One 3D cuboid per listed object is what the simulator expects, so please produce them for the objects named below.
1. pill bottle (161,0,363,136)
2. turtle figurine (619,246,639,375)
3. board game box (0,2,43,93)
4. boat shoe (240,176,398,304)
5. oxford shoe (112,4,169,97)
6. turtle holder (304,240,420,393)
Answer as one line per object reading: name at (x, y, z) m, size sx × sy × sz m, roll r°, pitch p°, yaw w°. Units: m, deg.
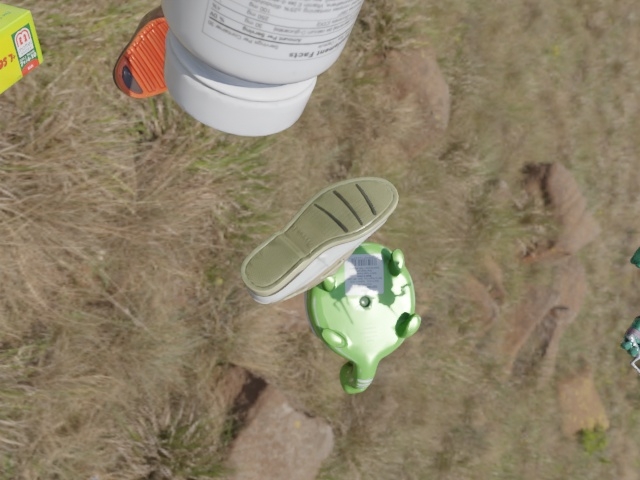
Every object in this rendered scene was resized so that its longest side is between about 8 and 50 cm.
pill bottle at (-0.036, -0.225, 0.531) m, size 0.160 × 0.160 × 0.283 m, roll -52°, pitch 174°, yaw -41°
turtle figurine at (0.498, 0.111, 0.951) m, size 0.118 × 0.175 × 0.234 m, roll -82°, pitch 156°, yaw -57°
board game box at (-0.306, -0.145, 0.492) m, size 0.043 × 0.181 × 0.092 m, roll 94°, pitch 18°, yaw -45°
boat shoe at (0.000, 0.000, 1.177) m, size 0.302 × 0.113 × 0.103 m, roll -33°, pitch 156°, yaw -11°
oxford shoe at (-0.241, -0.298, 1.050) m, size 0.271 × 0.098 × 0.097 m, roll -60°, pitch 135°, yaw -41°
turtle holder at (0.092, 0.158, 1.538) m, size 0.243 × 0.227 × 0.320 m, roll -32°, pitch 96°, yaw -12°
